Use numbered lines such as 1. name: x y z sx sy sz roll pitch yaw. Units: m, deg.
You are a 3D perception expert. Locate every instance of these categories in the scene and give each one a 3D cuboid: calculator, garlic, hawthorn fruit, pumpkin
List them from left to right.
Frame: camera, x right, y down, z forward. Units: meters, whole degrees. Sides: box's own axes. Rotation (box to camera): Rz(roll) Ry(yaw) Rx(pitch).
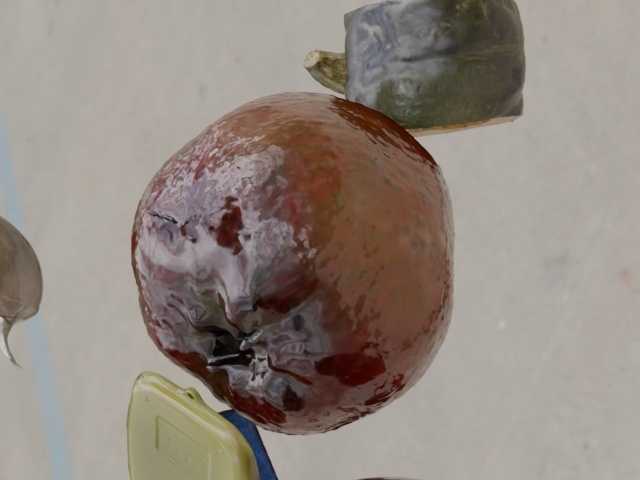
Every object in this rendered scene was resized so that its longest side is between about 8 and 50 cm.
1. garlic: -0.389 0.047 1.762 0.266 0.148 0.128 35 144 22
2. calculator: -0.114 0.214 1.324 0.157 0.033 0.236 31 138 28
3. hawthorn fruit: 0.000 0.000 1.328 0.285 0.284 0.369 -59 -7 32
4. pumpkin: 0.095 -0.175 1.570 0.317 0.221 0.139 -81 -16 -86

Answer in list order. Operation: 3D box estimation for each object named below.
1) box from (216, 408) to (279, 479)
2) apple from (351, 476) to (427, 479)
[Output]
1. box: -0.148 0.412 2.116 0.261 0.116 0.279 64 148 19
2. apple: 0.068 0.324 1.088 0.305 0.235 0.306 -27 44 30
